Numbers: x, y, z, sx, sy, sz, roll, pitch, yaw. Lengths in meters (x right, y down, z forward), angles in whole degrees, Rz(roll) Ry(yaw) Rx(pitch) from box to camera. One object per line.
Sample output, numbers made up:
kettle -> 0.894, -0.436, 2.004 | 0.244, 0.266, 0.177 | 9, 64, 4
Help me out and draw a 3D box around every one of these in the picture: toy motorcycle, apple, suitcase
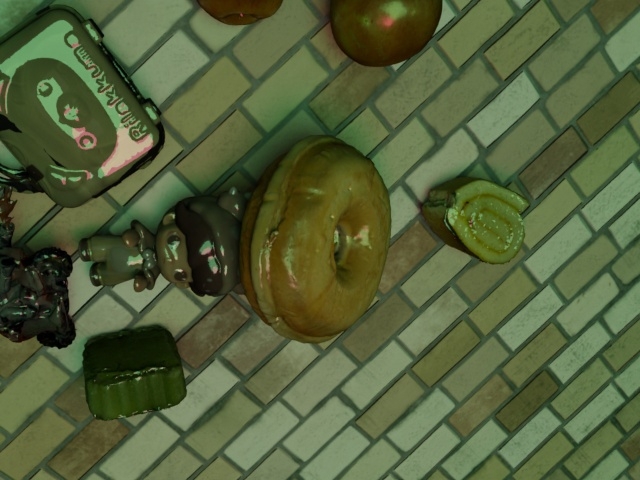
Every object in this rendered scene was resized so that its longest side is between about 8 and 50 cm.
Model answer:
toy motorcycle -> -0.606, 0.080, 1.535 | 0.207, 0.134, 0.401 | -1, 133, -17
apple -> -0.162, -0.525, 1.501 | 0.195, 0.160, 0.173 | -3, 86, -22
suitcase -> -0.510, -0.232, 1.462 | 0.339, 0.194, 0.351 | -34, 113, -1
apple -> 0.132, -0.469, 1.563 | 0.237, 0.237, 0.207 | -2, 140, -15

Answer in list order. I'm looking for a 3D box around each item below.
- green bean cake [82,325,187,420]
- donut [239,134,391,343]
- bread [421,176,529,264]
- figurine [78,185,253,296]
green bean cake -> -0.408, 0.283, 1.653 | 0.214, 0.200, 0.113 | -10, 118, -17
donut -> 0.000, 0.000, 1.603 | 0.449, 0.198, 0.449 | -13, 106, -52
bread -> 0.368, -0.059, 1.813 | 0.257, 0.124, 0.186 | 26, 92, -21
figurine -> -0.307, 0.024, 1.613 | 0.380, 0.203, 0.248 | -8, 103, -1
